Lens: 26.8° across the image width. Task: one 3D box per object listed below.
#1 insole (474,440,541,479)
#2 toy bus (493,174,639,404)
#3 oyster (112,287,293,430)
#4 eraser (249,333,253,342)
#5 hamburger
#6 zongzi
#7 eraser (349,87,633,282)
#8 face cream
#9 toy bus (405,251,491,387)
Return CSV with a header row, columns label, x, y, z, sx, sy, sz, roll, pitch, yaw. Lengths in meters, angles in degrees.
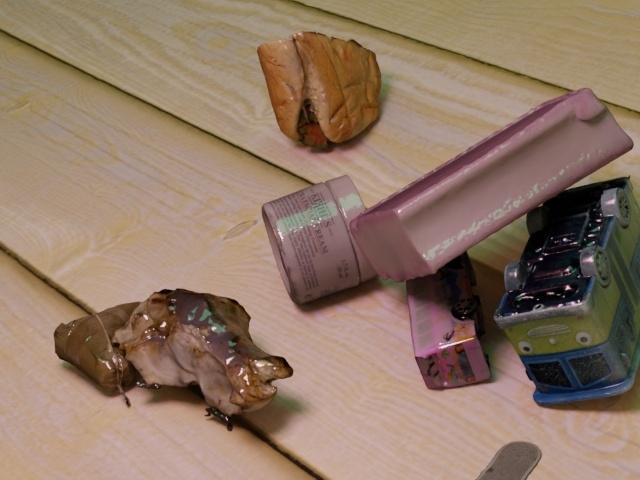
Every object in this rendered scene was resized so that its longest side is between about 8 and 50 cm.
label,x,y,z,sx,sy,sz,roll,pitch,yaw
insole,0.210,0.331,1.731,0.080,0.003,0.232,18,44,39
toy bus,0.371,0.066,1.898,0.152,0.190,0.312,-12,29,32
oyster,-0.175,0.168,1.993,0.198,0.133,0.337,-29,39,-21
eraser,-0.114,0.176,2.074,0.027,0.019,0.099,-25,32,7
hamburger,-0.002,-0.276,2.568,0.162,0.208,0.330,-8,-4,24
zongzi,-0.302,0.164,2.122,0.178,0.081,0.189,-26,39,-36
eraser,0.242,-0.081,1.975,0.359,0.122,0.272,-32,3,-13
face cream,0.000,0.000,2.154,0.153,0.177,0.177,-20,33,-7
toy bus,0.190,0.103,2.011,0.112,0.090,0.274,-18,30,10
